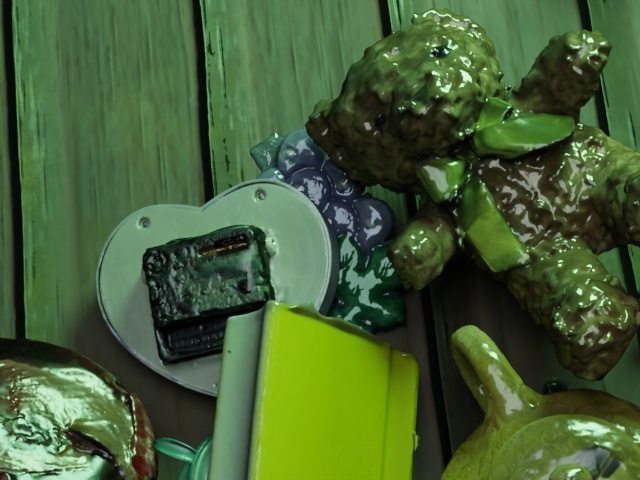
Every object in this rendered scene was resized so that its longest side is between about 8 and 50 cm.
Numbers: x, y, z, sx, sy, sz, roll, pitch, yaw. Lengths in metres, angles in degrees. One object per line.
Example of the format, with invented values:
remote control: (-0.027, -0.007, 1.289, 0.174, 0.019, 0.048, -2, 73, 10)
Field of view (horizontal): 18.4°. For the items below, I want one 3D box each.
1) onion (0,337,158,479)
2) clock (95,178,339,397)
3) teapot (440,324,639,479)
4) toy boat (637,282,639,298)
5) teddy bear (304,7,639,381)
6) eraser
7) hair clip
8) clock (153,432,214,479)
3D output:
onion: (-0.257, 0.179, 1.475, 0.272, 0.195, 0.272, -7, 59, 12)
clock: (-0.082, 0.044, 1.569, 0.198, 0.064, 0.172, -13, 76, 14)
teapot: (0.176, 0.186, 1.438, 0.203, 0.167, 0.311, -25, 64, -5)
toy boat: (0.322, 0.012, 1.536, 0.142, 0.129, 0.309, -2, 61, 37)
teddy bear: (0.143, -0.057, 1.499, 0.222, 0.296, 0.246, 35, 95, -22)
eraser: (-0.004, 0.169, 1.476, 0.158, 0.069, 0.226, 21, 61, -32)
hair clip: (0.001, 0.000, 1.616, 0.124, 0.052, 0.195, -36, 74, 4)
clock: (-0.067, 0.189, 1.489, 0.041, 0.135, 0.101, -22, 51, 45)
